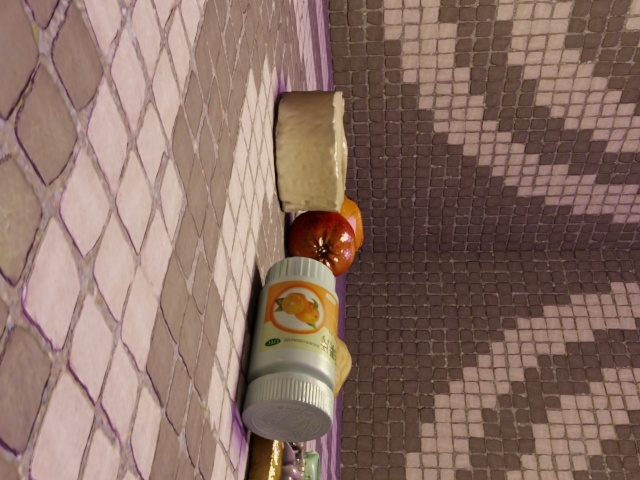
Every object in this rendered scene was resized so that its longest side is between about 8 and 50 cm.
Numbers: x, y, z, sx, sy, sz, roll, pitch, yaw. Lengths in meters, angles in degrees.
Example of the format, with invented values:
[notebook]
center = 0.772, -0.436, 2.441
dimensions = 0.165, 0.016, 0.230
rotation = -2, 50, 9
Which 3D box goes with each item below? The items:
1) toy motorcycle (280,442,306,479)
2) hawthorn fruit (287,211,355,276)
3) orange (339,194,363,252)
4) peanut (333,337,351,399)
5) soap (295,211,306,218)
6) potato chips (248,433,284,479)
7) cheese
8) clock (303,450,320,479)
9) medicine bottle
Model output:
[toy motorcycle]
center = -0.070, 0.508, 1.477
dimensions = 0.152, 0.073, 0.225
rotation = -63, 153, -73
[hawthorn fruit]
center = 0.000, 0.000, 1.794
dimensions = 0.200, 0.179, 0.179
rotation = -117, -157, -72
[orange]
center = 0.047, -0.045, 2.307
dimensions = 0.234, 0.182, 0.234
rotation = -4, 90, -72
[peanut]
center = -0.013, 0.311, 1.671
dimensions = 0.340, 0.158, 0.174
rotation = -58, 168, -74
[soap]
center = -0.037, 0.028, 1.934
dimensions = 0.121, 0.064, 0.183
rotation = 75, 14, -60
[potato chips]
center = -0.108, 0.459, 1.147
dimensions = 0.407, 0.057, 0.080
rotation = -81, 156, -58
[cheese]
center = -0.014, -0.227, 1.721
dimensions = 0.332, 0.153, 0.292
rotation = -83, 171, -63
[clock]
center = -0.033, 0.649, 1.906
dimensions = 0.188, 0.060, 0.148
rotation = 42, 47, -83
[medicine bottle]
center = -0.048, 0.190, 1.290
dimensions = 0.158, 0.158, 0.318
rotation = 84, 7, -47
